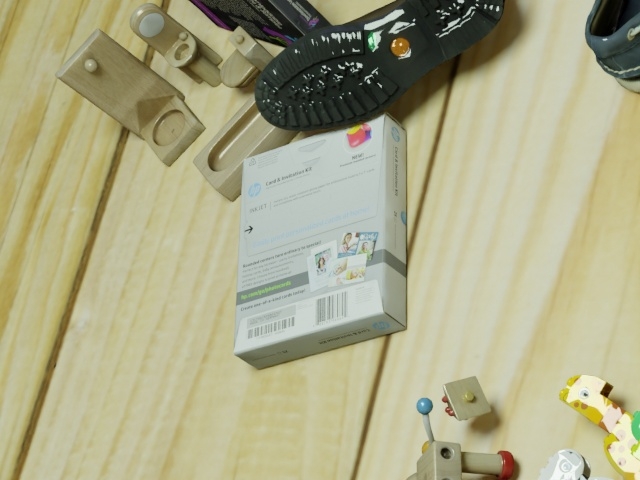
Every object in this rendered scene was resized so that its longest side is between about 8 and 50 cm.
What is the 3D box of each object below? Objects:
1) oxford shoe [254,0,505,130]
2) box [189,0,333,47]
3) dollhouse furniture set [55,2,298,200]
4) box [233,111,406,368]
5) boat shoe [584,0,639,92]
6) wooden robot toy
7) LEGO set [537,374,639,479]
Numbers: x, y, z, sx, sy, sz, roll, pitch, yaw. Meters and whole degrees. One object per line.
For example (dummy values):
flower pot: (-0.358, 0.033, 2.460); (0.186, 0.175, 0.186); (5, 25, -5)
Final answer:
oxford shoe: (0.053, -0.154, 1.490); (0.227, 0.096, 0.083); (-23, 95, 15)
box: (-0.067, -0.212, 1.592); (0.162, 0.116, 0.029); (24, 80, 43)
dollhouse furniture set: (-0.117, -0.131, 1.577); (0.144, 0.123, 0.151); (-47, 46, 7)
box: (0.000, 0.000, 1.470); (0.145, 0.038, 0.186); (-17, 56, 29)
boat shoe: (0.278, -0.236, 1.362); (0.095, 0.079, 0.254); (31, 86, 44)
wooden robot toy: (0.090, 0.187, 1.288); (0.079, 0.076, 0.173); (129, 148, -55)
LEGO set: (0.209, 0.099, 1.211); (0.093, 0.087, 0.227); (34, 88, 29)
